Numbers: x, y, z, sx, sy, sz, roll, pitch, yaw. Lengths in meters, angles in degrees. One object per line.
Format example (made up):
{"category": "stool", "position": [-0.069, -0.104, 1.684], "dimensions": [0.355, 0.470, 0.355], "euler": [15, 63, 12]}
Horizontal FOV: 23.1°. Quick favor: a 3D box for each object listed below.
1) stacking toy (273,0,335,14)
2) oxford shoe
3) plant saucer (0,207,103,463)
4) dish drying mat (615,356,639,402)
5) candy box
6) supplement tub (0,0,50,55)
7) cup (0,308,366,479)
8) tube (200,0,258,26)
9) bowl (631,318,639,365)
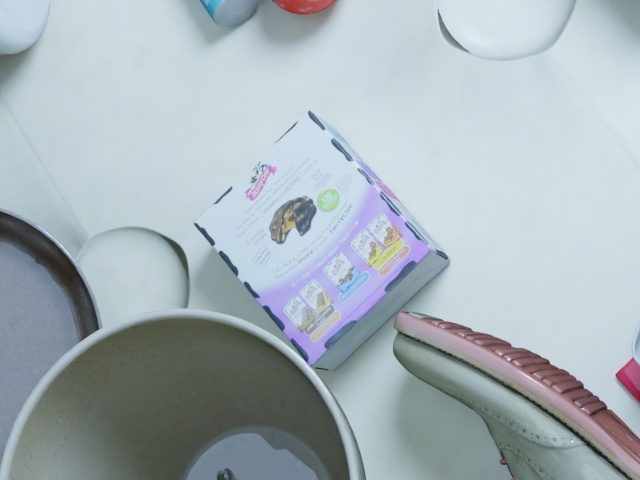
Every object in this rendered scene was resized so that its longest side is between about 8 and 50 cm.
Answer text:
{"category": "stacking toy", "position": [-0.088, -0.366, 1.602], "dimensions": [0.141, 0.141, 0.330], "euler": [-36, 77, 12]}
{"category": "oxford shoe", "position": [0.206, 0.201, 1.379], "dimensions": [0.397, 0.140, 0.146], "euler": [34, 101, 25]}
{"category": "plant saucer", "position": [-0.376, 0.116, 1.622], "dimensions": [0.310, 0.050, 0.311], "euler": [0, 85, 1]}
{"category": "dish drying mat", "position": [0.306, 0.142, 1.417], "dimensions": [0.032, 0.008, 0.083], "euler": [-45, 69, 9]}
{"category": "candy box", "position": [0.000, 0.000, 1.528], "dimensions": [0.165, 0.070, 0.196], "euler": [-44, 69, 9]}
{"category": "supplement tub", "position": [-0.447, -0.274, 1.682], "dimensions": [0.272, 0.191, 0.191], "euler": [-9, 77, 18]}
{"category": "cup", "position": [-0.092, 0.244, 1.425], "dimensions": [0.331, 0.237, 0.331], "euler": [-4, 77, 17]}
{"category": "tube", "position": [-0.134, -0.318, 1.652], "dimensions": [0.080, 0.052, 0.207], "euler": [-31, 66, 1]}
{"category": "bowl", "position": [0.362, 0.076, 1.383], "dimensions": [0.142, 0.053, 0.142], "euler": [28, 92, 23]}
